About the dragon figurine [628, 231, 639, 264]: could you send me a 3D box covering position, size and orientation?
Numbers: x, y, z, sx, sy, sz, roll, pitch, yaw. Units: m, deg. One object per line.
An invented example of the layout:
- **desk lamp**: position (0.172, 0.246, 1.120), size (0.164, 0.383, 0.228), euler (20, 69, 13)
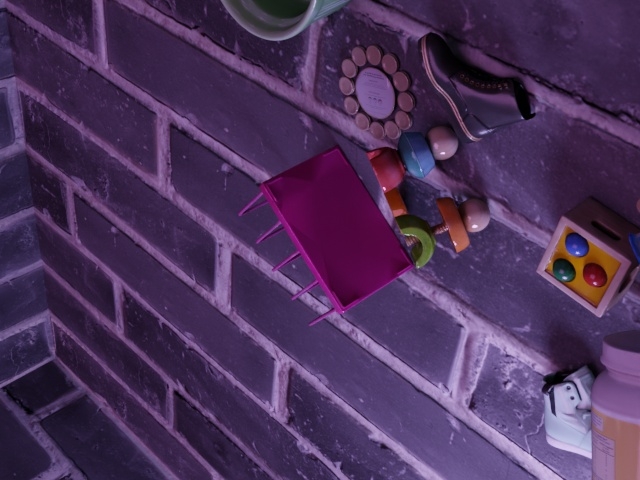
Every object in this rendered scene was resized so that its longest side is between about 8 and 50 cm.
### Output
- **dragon figurine**: position (0.496, 0.000, 1.244), size (0.289, 0.085, 0.144), euler (58, 151, -4)

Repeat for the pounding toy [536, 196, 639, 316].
- **pounding toy**: position (0.453, 0.015, 1.354), size (0.181, 0.094, 0.206), euler (39, 139, 26)

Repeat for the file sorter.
- **file sorter**: position (0.000, 0.000, 1.796), size (0.290, 0.202, 0.182), euler (58, 147, 3)

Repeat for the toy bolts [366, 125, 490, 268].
- **toy bolts**: position (0.194, -0.101, 1.595), size (0.218, 0.158, 0.228), euler (-102, -13, -68)

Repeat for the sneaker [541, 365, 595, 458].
- **sneaker**: position (0.485, 0.296, 1.508), size (0.256, 0.094, 0.151), euler (3, 113, 48)

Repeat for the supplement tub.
- **supplement tub**: position (0.522, 0.311, 1.303), size (0.241, 0.241, 0.331), euler (4, 98, 49)

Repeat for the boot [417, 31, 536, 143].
- **boot**: position (0.255, -0.264, 1.432), size (0.137, 0.077, 0.198), euler (-14, 115, 48)

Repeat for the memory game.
- **memory game**: position (0.103, -0.274, 1.644), size (0.186, 0.012, 0.186), euler (29, 134, 36)

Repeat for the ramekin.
- **ramekin**: position (-0.059, -0.519, 1.556), size (0.303, 0.148, 0.303), euler (29, 133, 36)
